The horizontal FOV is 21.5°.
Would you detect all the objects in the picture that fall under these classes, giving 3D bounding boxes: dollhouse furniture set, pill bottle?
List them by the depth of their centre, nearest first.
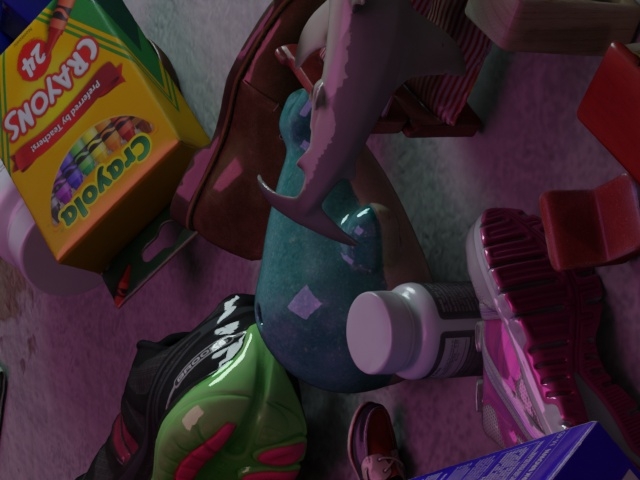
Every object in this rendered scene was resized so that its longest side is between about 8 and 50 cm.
[{"bbox_3d":[0.131,-0.117,1.268,0.374,0.152,0.201,56,135,42],"label":"dollhouse furniture set"},{"bbox_3d":[0.095,0.071,1.346,0.078,0.137,0.078,0,90,59],"label":"pill bottle"},{"bbox_3d":[-0.347,-0.061,2.048,0.283,0.160,0.160,48,130,48],"label":"pill bottle"}]

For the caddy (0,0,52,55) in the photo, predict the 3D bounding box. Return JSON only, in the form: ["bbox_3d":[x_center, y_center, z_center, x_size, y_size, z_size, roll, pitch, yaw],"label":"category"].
[{"bbox_3d":[-0.398,-0.328,2.092,0.241,0.179,0.341,-38,48,15],"label":"caddy"}]

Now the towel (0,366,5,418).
[{"bbox_3d":[-0.549,0.239,2.506,0.325,0.038,0.247,36,120,53],"label":"towel"}]

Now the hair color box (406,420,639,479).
[{"bbox_3d":[0.130,0.263,1.245,0.185,0.110,0.339,50,147,-6],"label":"hair color box"}]

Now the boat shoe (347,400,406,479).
[{"bbox_3d":[0.056,0.211,1.500,0.043,0.049,0.137,-2,91,56],"label":"boat shoe"}]

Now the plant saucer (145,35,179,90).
[{"bbox_3d":[-0.202,-0.152,1.937,0.168,0.029,0.168,3,93,58],"label":"plant saucer"}]

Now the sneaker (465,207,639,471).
[{"bbox_3d":[0.158,0.095,1.278,0.111,0.103,0.252,-45,53,48],"label":"sneaker"}]

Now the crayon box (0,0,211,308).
[{"bbox_3d":[-0.242,-0.110,1.842,0.202,0.081,0.318,-43,60,17],"label":"crayon box"}]

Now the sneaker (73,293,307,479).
[{"bbox_3d":[-0.136,0.207,1.739,0.483,0.185,0.202,-42,34,50],"label":"sneaker"}]

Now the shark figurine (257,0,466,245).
[{"bbox_3d":[0.042,-0.110,1.221,0.166,0.116,0.278,-125,44,-68],"label":"shark figurine"}]

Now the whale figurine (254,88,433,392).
[{"bbox_3d":[0.000,0.000,1.451,0.216,0.141,0.272,168,88,-75],"label":"whale figurine"}]

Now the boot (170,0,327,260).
[{"bbox_3d":[-0.037,-0.117,1.631,0.115,0.112,0.305,34,120,19],"label":"boot"}]
